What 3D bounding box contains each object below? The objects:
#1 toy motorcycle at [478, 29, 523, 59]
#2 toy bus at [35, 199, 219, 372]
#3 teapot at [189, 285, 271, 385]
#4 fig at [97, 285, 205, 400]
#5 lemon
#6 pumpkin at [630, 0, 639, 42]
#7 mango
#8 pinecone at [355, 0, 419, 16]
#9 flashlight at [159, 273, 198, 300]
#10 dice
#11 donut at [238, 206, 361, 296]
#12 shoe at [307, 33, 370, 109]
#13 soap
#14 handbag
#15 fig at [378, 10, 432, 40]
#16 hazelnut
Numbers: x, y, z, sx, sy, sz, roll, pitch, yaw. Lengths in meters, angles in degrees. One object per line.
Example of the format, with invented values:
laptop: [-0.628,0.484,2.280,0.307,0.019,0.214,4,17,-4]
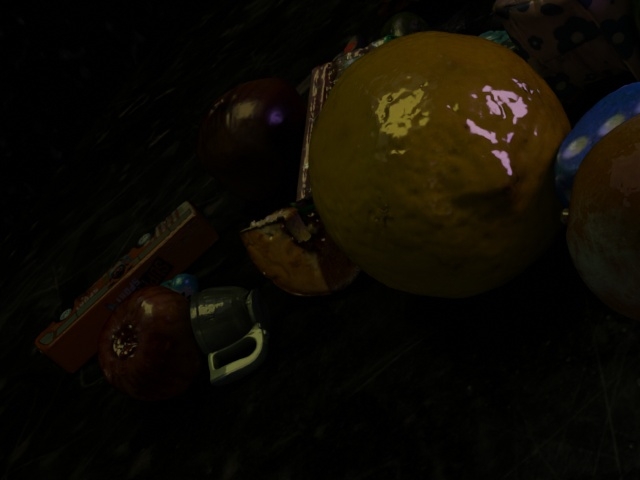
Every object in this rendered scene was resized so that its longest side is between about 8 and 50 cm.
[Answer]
toy motorcycle: [0.258,-0.263,1.546,0.182,0.124,0.272,-33,22,-4]
toy bus: [-0.373,0.091,1.961,0.409,0.093,0.092,-44,30,-2]
teapot: [-0.130,0.124,1.495,0.108,0.111,0.149,-19,23,16]
fig: [-0.237,0.165,1.571,0.175,0.207,0.175,-6,75,24]
lemon: [0.139,-0.088,1.195,0.336,0.336,0.336,-34,24,18]
pumpkin: [0.491,-0.311,1.138,0.300,0.207,0.300,-35,23,17]
mango: [0.382,-0.027,0.818,0.383,0.222,0.199,-5,0,27]
pinecone: [0.193,-0.668,2.096,0.397,0.398,0.398,-34,24,18]
flashlight: [-0.265,0.089,1.851,0.129,0.051,0.051,-15,35,56]
dice: [0.339,-0.070,1.041,0.146,0.143,0.146,-50,20,-16]
donut: [-0.002,0.001,1.473,0.217,0.141,0.085,-10,19,35]
shoe: [0.044,-0.264,1.889,0.171,0.132,0.336,-39,20,19]
soap: [0.060,-0.173,1.553,0.217,0.098,0.274,-19,54,39]
handbag: [0.378,-0.324,1.366,0.190,0.193,0.252,-5,40,47]
fig: [0.160,-0.332,1.851,0.117,0.117,0.178,-31,41,25]
hazelnut: [-0.110,-0.194,1.874,0.229,0.229,0.229,-34,24,18]
